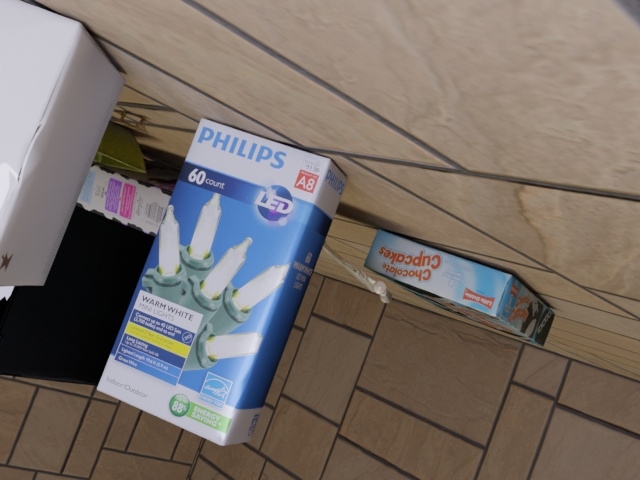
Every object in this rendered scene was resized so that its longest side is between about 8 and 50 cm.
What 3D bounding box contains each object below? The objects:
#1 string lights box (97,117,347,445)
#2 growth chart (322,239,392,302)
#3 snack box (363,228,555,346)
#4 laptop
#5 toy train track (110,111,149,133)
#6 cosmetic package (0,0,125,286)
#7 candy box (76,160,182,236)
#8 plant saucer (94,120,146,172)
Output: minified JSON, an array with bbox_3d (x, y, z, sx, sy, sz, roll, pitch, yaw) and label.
[{"bbox_3d":[-0.085,0.036,0.774,0.133,0.260,0.077,19,176,17],"label":"string lights box"},{"bbox_3d":[0.000,0.000,1.061,0.237,0.021,0.172,41,179,2],"label":"growth chart"},{"bbox_3d":[0.205,0.072,1.190,0.187,0.060,0.322,20,176,28],"label":"snack box"},{"bbox_3d":[-0.475,-0.006,1.318,0.407,0.382,0.236,21,175,-7],"label":"laptop"},{"bbox_3d":[-0.217,-0.135,0.939,0.083,0.014,0.048,25,-173,41],"label":"toy train track"},{"bbox_3d":[-0.358,-0.116,0.631,0.365,0.197,0.155,22,176,-1],"label":"cosmetic package"},{"bbox_3d":[-0.236,-0.063,1.257,0.196,0.070,0.164,19,-166,28],"label":"candy box"},{"bbox_3d":[-0.327,-0.147,1.095,0.188,0.045,0.188,24,176,-32],"label":"plant saucer"}]
